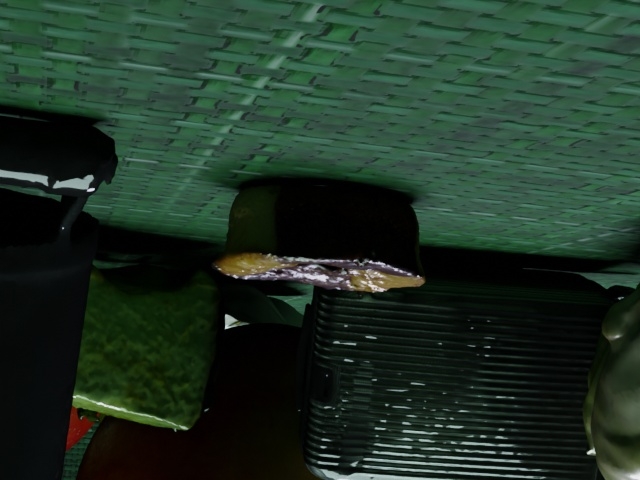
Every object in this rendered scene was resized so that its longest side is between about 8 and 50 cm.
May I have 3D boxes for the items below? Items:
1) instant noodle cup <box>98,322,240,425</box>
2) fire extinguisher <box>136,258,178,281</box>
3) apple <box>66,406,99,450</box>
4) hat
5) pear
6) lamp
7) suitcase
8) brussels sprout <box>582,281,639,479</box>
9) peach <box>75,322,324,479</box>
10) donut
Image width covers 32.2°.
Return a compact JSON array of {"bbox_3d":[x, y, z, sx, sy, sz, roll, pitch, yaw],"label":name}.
[{"bbox_3d":[-0.272,0.253,2.040,0.325,0.254,0.325,4,172,1],"label":"instant noodle cup"},{"bbox_3d":[-0.312,0.048,1.152,0.337,0.107,0.147,9,147,-37],"label":"fire extinguisher"},{"bbox_3d":[-0.390,0.153,1.401,0.216,0.261,0.260,-11,180,-28],"label":"apple"},{"bbox_3d":[-0.139,0.113,1.447,0.257,0.168,0.301,-25,-172,15],"label":"hat"},{"bbox_3d":[-0.251,0.074,1.015,0.255,0.164,0.238,19,166,-37],"label":"pear"},{"bbox_3d":[-0.250,0.084,0.680,0.205,0.272,0.374,5,172,-20],"label":"lamp"},{"bbox_3d":[0.134,0.119,0.995,0.312,0.202,0.128,5,-168,-4],"label":"suitcase"},{"bbox_3d":[0.335,0.115,0.804,0.273,0.243,0.317,20,157,15],"label":"brussels sprout"},{"bbox_3d":[-0.092,0.281,1.196,0.388,0.389,0.388,4,172,1],"label":"peach"},{"bbox_3d":[0.000,0.000,0.721,0.140,0.059,0.140,5,172,1],"label":"donut"}]
